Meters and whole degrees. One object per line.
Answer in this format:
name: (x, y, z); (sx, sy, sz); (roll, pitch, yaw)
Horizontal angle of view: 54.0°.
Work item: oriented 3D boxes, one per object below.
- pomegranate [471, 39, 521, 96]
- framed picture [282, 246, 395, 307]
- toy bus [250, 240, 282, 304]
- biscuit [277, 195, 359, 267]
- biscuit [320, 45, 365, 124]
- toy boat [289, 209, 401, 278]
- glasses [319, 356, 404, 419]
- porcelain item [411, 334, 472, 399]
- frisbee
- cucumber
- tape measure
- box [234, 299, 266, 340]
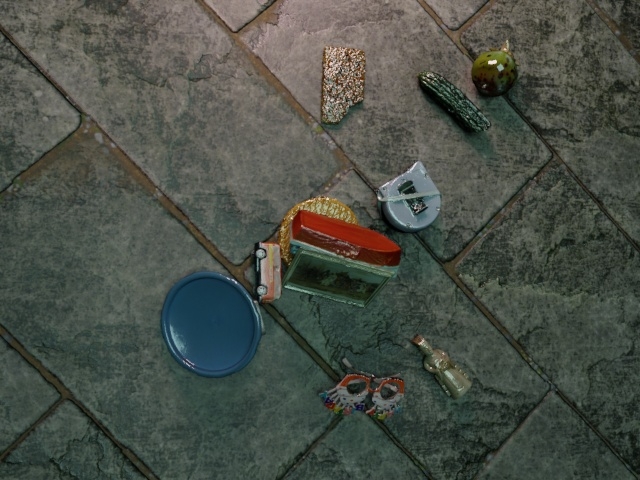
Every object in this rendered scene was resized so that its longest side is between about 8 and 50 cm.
pomegranate: (0.535, -0.519, 1.924); (0.148, 0.148, 0.169); (43, 41, -6)
framed picture: (0.040, 0.109, 1.720); (0.275, 0.217, 0.017); (14, 54, -10)
toy bus: (-0.147, 0.090, 1.741); (0.077, 0.079, 0.174); (-1, 86, -18)
biscuit: (0.000, 0.000, 1.801); (0.254, 0.035, 0.253); (1, 84, -13)
biscuit: (0.068, -0.457, 1.860); (0.131, 0.026, 0.236); (3, 84, -11)
toy boat: (0.068, 0.034, 1.731); (0.332, 0.145, 0.133); (17, 117, -13)
glasses: (0.122, 0.428, 1.783); (0.256, 0.095, 0.162); (12, 110, -13)
porcelain item: (0.351, 0.364, 1.840); (0.084, 0.054, 0.213); (-42, 94, -14)
frisbee: (-0.288, 0.222, 1.671); (0.290, 0.049, 0.289); (1, 96, 15)
cucumber: (0.405, -0.426, 1.908); (0.265, 0.077, 0.077); (43, 78, -7)
tape measure: (0.262, -0.114, 1.836); (0.182, 0.107, 0.181); (-37, 87, -16)
box: (-0.200, 0.219, 1.718); (0.069, 0.084, 0.122); (-15, 89, -23)
